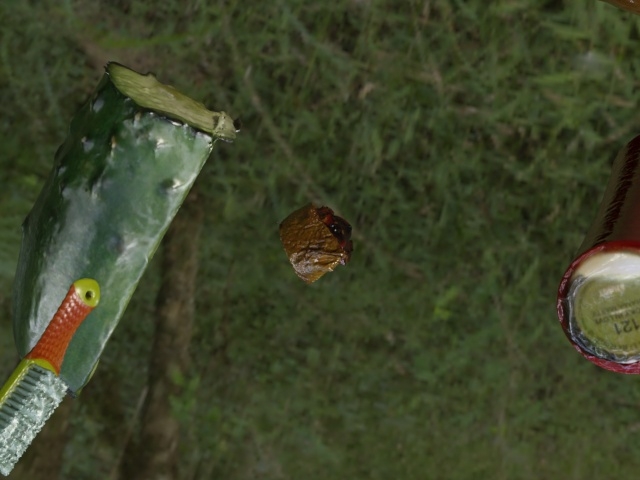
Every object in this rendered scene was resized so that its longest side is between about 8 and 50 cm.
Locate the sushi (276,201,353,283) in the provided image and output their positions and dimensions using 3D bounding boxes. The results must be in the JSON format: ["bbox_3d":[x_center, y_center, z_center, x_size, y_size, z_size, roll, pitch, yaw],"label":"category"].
[{"bbox_3d":[0.000,0.000,0.907,0.047,0.099,0.050,-23,104,6],"label":"sushi"}]

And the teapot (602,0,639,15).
[{"bbox_3d":[0.115,-0.120,0.409,0.098,0.078,0.129,-4,133,-31],"label":"teapot"}]

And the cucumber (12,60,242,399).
[{"bbox_3d":[-0.204,0.005,1.221,0.145,0.105,0.325,29,113,1],"label":"cucumber"}]

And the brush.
[{"bbox_3d":[-0.104,0.050,0.522,0.021,0.083,0.019,8,148,43],"label":"brush"}]

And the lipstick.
[{"bbox_3d":[0.199,-0.002,0.826,0.080,0.241,0.080,7,111,18],"label":"lipstick"}]
